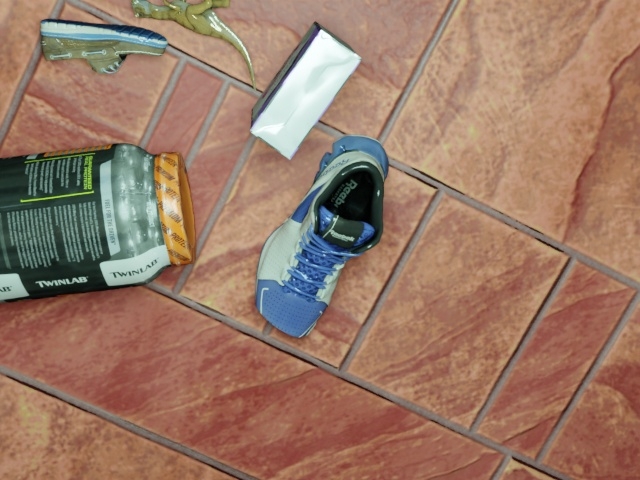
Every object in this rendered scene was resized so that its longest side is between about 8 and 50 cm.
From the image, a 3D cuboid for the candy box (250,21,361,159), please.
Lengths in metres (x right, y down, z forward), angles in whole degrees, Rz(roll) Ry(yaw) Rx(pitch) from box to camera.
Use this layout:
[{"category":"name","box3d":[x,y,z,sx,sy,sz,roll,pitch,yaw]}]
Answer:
[{"category":"candy box","box3d":[-0.024,-0.213,1.466,0.070,0.196,0.165,34,101,-11]}]

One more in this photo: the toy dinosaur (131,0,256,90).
[{"category":"toy dinosaur","box3d":[-0.162,-0.316,1.514,0.211,0.064,0.112,25,120,1]}]

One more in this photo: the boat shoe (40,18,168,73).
[{"category":"boat shoe","box3d":[-0.309,-0.275,1.512,0.183,0.066,0.066,8,109,6]}]

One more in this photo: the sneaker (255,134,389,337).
[{"category":"sneaker","box3d":[0.001,-0.001,1.531,0.127,0.182,0.315,26,102,-7]}]

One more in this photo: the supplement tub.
[{"category":"supplement tub","box3d":[-0.355,-0.026,1.496,0.338,0.207,0.207,-7,105,0]}]
